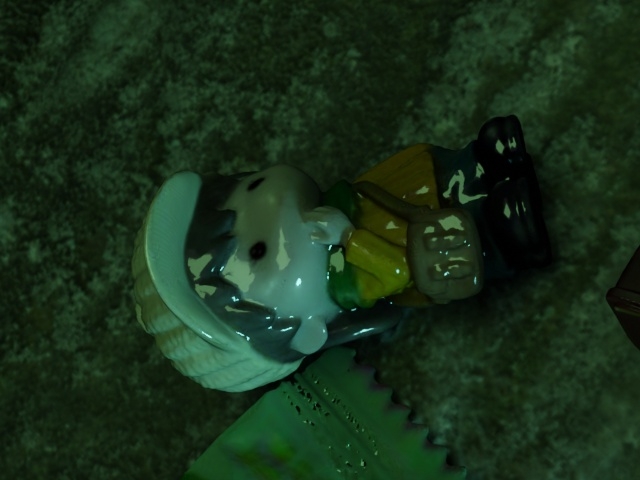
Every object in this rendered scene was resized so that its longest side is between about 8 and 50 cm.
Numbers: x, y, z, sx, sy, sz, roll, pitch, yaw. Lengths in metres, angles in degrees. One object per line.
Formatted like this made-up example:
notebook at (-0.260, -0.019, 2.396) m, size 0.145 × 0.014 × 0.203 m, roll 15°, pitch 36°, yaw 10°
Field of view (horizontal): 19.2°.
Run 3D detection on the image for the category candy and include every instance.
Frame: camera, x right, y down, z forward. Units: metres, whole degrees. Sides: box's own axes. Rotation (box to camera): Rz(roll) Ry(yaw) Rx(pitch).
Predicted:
candy at (-0.062, 0.274, 1.435) m, size 0.398 × 0.172 × 0.263 m, roll -42°, pitch 61°, yaw -5°

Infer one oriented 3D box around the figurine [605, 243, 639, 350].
figurine at (0.283, 0.026, 1.370) m, size 0.082 × 0.098 × 0.154 m, roll 17°, pitch 57°, yaw 35°

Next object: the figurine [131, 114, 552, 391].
figurine at (0.013, 0.016, 1.495) m, size 0.332 × 0.204 × 0.185 m, roll -5°, pitch 52°, yaw -1°
